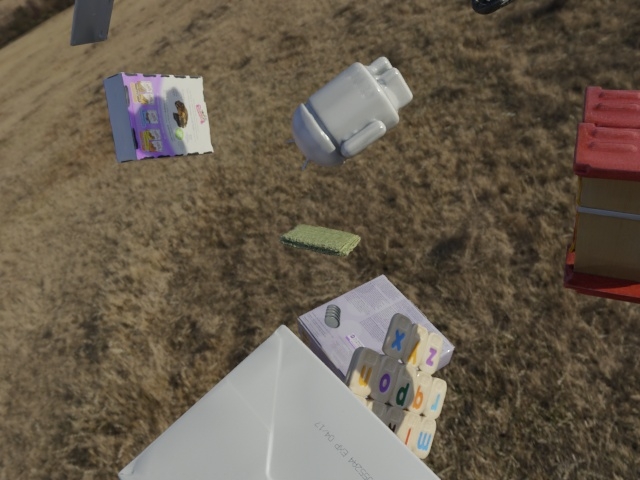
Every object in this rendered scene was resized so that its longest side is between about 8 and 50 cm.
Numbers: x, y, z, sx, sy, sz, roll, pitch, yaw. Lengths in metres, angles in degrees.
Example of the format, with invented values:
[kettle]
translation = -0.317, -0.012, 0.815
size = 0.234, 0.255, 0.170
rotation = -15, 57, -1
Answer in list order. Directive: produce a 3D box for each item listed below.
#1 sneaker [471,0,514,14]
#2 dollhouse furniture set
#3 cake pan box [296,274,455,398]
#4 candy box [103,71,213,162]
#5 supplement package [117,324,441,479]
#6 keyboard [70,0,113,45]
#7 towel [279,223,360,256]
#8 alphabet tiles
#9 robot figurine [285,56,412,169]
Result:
[sneaker]
translation = 0.358, -0.455, 1.003
size = 0.234, 0.106, 0.078
rotation = -43, 64, -2
[dollhouse furniture set]
translation = 0.460, -0.030, 0.610
size = 0.374, 0.201, 0.152
rotation = 10, 49, 25
[cake pan box]
translation = 0.120, 0.221, 1.275
size = 0.246, 0.070, 0.267
rotation = -27, 52, -23
[candy box]
translation = -0.323, -0.248, 1.181
size = 0.070, 0.164, 0.196
rotation = -2, 9, 38
[supplement package]
translation = -0.010, 0.251, 0.519
size = 0.204, 0.145, 0.262
rotation = -41, 53, -14
[keyboard]
translation = -0.356, -0.428, 0.932
size = 0.014, 0.256, 0.072
rotation = 44, 41, 17
[towel]
translation = 0.000, 0.000, 1.190
size = 0.148, 0.027, 0.110
rotation = 11, 20, 19
[alphabet tiles]
translation = 0.118, 0.267, 0.939
size = 0.021, 0.284, 0.277
rotation = 7, 73, 41
[robot figurine]
translation = 0.068, -0.334, 1.567
size = 0.354, 0.200, 0.300
rotation = -36, 40, 8
